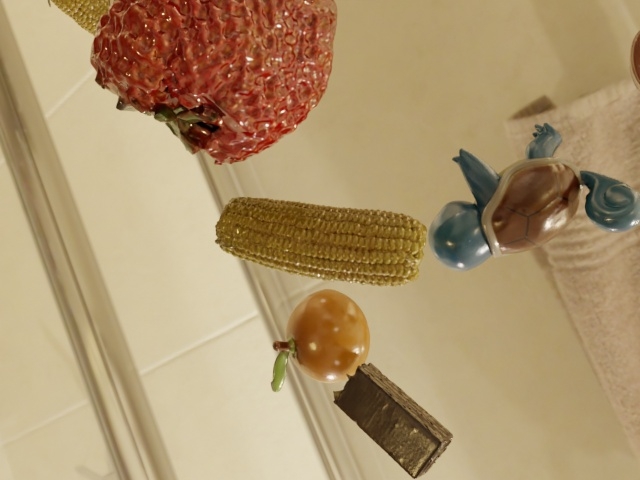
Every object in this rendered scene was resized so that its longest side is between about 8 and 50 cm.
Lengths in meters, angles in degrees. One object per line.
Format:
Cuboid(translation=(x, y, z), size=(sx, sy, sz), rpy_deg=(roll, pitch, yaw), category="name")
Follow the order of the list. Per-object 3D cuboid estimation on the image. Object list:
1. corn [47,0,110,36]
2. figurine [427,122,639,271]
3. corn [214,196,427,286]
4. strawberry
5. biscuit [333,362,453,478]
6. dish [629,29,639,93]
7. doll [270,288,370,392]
Cuboid(translation=(-0.478, -0.486, 1.417), size=(0.091, 0.260, 0.091), rpy_deg=(-36, -154, 30), category="corn")
Cuboid(translation=(0.426, -0.072, 1.337), size=(0.417, 0.242, 0.298), rpy_deg=(-14, 142, 17), category="figurine")
Cuboid(translation=(0.000, 0.000, 1.069), size=(0.345, 0.131, 0.131), rpy_deg=(8, 174, 8), category="corn")
Cuboid(translation=(-0.125, -0.295, 0.913), size=(0.351, 0.312, 0.267), rpy_deg=(-54, -152, 8), category="strawberry")
Cuboid(translation=(0.142, 0.364, 1.326), size=(0.070, 0.252, 0.106), rpy_deg=(7, 117, -59), category="biscuit")
Cuboid(translation=(0.767, -0.374, 1.387), size=(0.213, 0.213, 0.090), rpy_deg=(-24, 162, 6), category="dish")
Cuboid(translation=(-0.008, 0.226, 1.453), size=(0.236, 0.213, 0.213), rpy_deg=(-13, 167, -27), category="doll")
